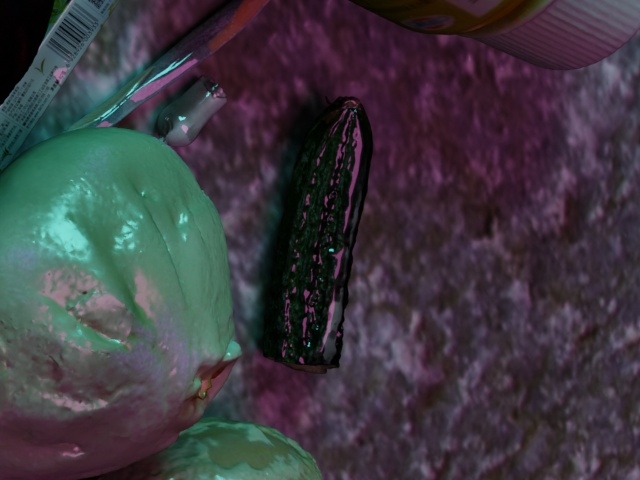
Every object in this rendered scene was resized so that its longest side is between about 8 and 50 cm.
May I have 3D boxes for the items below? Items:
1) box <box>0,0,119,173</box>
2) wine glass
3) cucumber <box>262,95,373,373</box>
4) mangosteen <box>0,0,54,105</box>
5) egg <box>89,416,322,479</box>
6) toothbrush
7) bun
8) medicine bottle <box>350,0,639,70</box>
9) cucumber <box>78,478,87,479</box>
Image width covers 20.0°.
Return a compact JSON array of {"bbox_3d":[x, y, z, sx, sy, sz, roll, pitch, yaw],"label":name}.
[{"bbox_3d":[-0.221,-0.117,1.345,0.041,0.050,0.207,36,85,-40],"label":"box"},{"bbox_3d":[-0.114,-0.097,1.454,0.083,0.042,0.039,-48,170,-16],"label":"wine glass"},{"bbox_3d":[-0.001,0.000,1.565,0.077,0.077,0.265,-4,110,-38],"label":"cucumber"},{"bbox_3d":[-0.316,-0.171,1.108,0.297,0.293,0.297,-40,156,-22],"label":"mangosteen"},{"bbox_3d":[-0.103,0.251,1.507,0.245,0.203,0.203,-25,124,-25],"label":"egg"},{"bbox_3d":[-0.164,-0.098,1.416,0.375,0.028,0.037,-40,122,-18],"label":"toothbrush"},{"bbox_3d":[-0.155,0.067,1.334,0.293,0.187,0.293,-51,153,-38],"label":"bun"},{"bbox_3d":[0.092,-0.277,1.412,0.384,0.224,0.224,19,97,-42],"label":"medicine bottle"},{"bbox_3d":[-0.263,0.231,1.458,0.227,0.069,0.069,-46,131,-10],"label":"cucumber"}]
